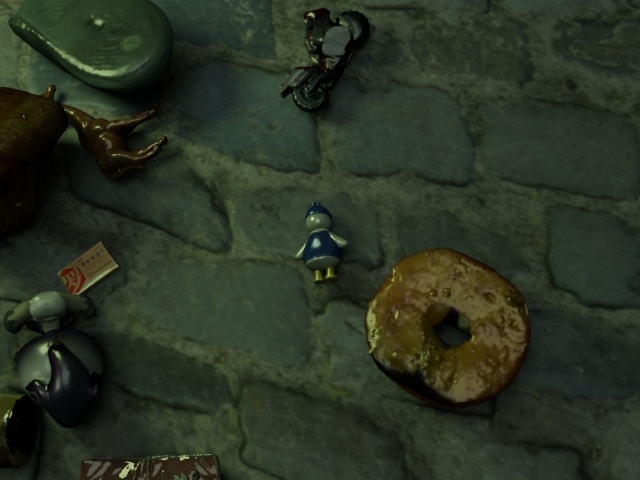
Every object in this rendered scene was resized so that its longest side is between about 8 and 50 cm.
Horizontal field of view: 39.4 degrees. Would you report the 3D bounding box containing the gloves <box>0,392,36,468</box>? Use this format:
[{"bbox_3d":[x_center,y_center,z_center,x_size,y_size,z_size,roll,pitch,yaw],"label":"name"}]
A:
[{"bbox_3d":[-0.618,0.307,1.395,0.331,0.141,0.154,-4,96,-5],"label":"gloves"}]

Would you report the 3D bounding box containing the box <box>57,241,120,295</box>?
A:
[{"bbox_3d":[-0.395,0.051,1.522,0.093,0.015,0.058,-36,72,-7],"label":"box"}]

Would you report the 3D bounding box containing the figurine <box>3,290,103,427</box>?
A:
[{"bbox_3d":[-0.409,0.184,1.417,0.145,0.145,0.222,-20,68,-1],"label":"figurine"}]

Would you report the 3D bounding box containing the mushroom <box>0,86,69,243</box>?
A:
[{"bbox_3d":[-0.554,-0.128,1.491,0.195,0.263,0.283,22,107,-13],"label":"mushroom"}]

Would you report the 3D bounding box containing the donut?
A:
[{"bbox_3d":[0.195,0.137,1.371,0.253,0.118,0.254,-1,73,4],"label":"donut"}]

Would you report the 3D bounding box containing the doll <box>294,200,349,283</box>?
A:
[{"bbox_3d":[0.000,0.000,1.474,0.098,0.057,0.143,-17,67,22],"label":"doll"}]

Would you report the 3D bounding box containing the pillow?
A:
[{"bbox_3d":[-0.265,0.394,1.372,0.232,0.043,0.126,-4,71,6],"label":"pillow"}]

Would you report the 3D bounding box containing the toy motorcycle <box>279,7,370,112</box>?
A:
[{"bbox_3d":[-0.005,-0.329,1.575,0.122,0.082,0.213,26,74,13],"label":"toy motorcycle"}]

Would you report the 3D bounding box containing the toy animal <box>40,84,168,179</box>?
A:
[{"bbox_3d":[-0.394,-0.204,1.587,0.229,0.066,0.224,-16,70,10],"label":"toy animal"}]

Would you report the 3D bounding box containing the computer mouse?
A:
[{"bbox_3d":[-0.406,-0.371,1.618,0.371,0.122,0.188,35,75,23],"label":"computer mouse"}]
